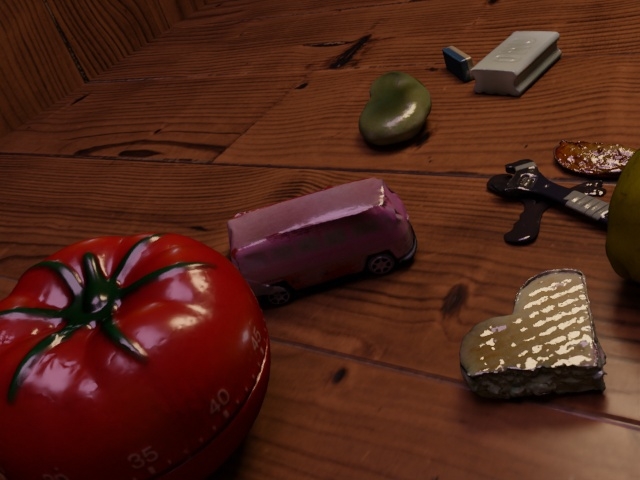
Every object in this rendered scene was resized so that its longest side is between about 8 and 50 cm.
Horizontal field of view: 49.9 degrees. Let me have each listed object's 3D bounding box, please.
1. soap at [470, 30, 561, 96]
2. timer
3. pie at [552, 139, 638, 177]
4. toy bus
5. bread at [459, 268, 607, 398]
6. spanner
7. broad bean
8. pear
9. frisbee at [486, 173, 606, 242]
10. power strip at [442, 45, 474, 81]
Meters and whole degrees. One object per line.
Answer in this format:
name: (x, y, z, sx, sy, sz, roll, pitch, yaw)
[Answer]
soap: (0.441, -0.400, 1.547, 0.119, 0.066, 0.198, 18, 48, 41)
timer: (-0.251, 0.165, 0.898, 0.378, 0.279, 0.378, -12, 34, 8)
pie: (0.479, -0.141, 1.185, 0.088, 0.033, 0.191, -43, 39, -25)
toy bus: (0.000, 0.000, 1.134, 0.303, 0.147, 0.127, -17, 39, 6)
bread: (0.287, 0.128, 0.863, 0.232, 0.064, 0.172, -37, 37, -22)
spanner: (0.400, -0.061, 1.100, 0.087, 0.024, 0.316, -32, 37, -17)
broad bean: (0.167, -0.286, 1.508, 0.169, 0.100, 0.227, -4, 48, 36)
pear: (0.486, -0.047, 0.881, 0.269, 0.212, 0.212, -52, 37, 2)
frisbee: (0.379, -0.074, 1.154, 0.188, 0.012, 0.211, -15, 33, 7)
power strip: (0.330, -0.425, 1.649, 0.032, 0.056, 0.123, -23, 33, -2)
